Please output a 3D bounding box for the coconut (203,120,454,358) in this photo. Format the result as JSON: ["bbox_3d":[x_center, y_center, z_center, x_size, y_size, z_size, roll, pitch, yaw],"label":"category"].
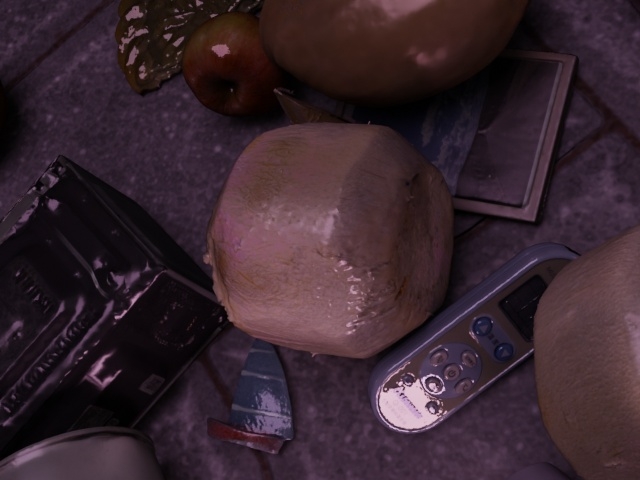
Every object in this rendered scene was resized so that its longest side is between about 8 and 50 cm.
[{"bbox_3d":[-0.001,0.001,0.995,0.230,0.227,0.227,3,73,29],"label":"coconut"}]

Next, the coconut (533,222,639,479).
[{"bbox_3d":[0.299,0.097,0.792,0.245,0.247,0.245,4,75,-15],"label":"coconut"}]

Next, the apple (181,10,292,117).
[{"bbox_3d":[-0.091,-0.199,1.161,0.126,0.126,0.102,-1,53,24],"label":"apple"}]

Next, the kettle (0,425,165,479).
[{"bbox_3d":[-0.207,0.373,0.987,0.205,0.265,0.318,-16,60,-20],"label":"kettle"}]

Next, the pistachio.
[{"bbox_3d":[0.074,-0.229,1.048,0.293,0.162,0.181,-11,104,24],"label":"pistachio"}]

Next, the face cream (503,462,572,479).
[{"bbox_3d":[0.197,0.248,0.891,0.091,0.091,0.095,-35,54,9],"label":"face cream"}]

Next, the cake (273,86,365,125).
[{"bbox_3d":[-0.007,-0.115,1.075,0.052,0.121,0.065,37,98,37],"label":"cake"}]

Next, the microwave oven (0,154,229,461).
[{"bbox_3d":[-0.281,0.096,1.107,0.295,0.181,0.237,-48,59,1],"label":"microwave oven"}]

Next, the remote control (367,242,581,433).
[{"bbox_3d":[0.149,0.091,0.976,0.244,0.087,0.047,-38,21,7],"label":"remote control"}]

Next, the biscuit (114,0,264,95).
[{"bbox_3d":[-0.153,-0.315,1.281,0.273,0.036,0.187,-35,61,9],"label":"biscuit"}]

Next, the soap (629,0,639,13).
[{"bbox_3d":[0.346,-0.298,1.036,0.122,0.065,0.203,-32,62,10],"label":"soap"}]

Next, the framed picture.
[{"bbox_3d":[0.129,-0.122,1.097,0.260,0.023,0.189,11,78,28],"label":"framed picture"}]

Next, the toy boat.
[{"bbox_3d":[-0.062,0.154,1.073,0.096,0.034,0.122,11,75,21],"label":"toy boat"}]

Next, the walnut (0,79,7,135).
[{"bbox_3d":[-0.491,-0.156,1.306,0.207,0.167,0.167,-38,61,10],"label":"walnut"}]
